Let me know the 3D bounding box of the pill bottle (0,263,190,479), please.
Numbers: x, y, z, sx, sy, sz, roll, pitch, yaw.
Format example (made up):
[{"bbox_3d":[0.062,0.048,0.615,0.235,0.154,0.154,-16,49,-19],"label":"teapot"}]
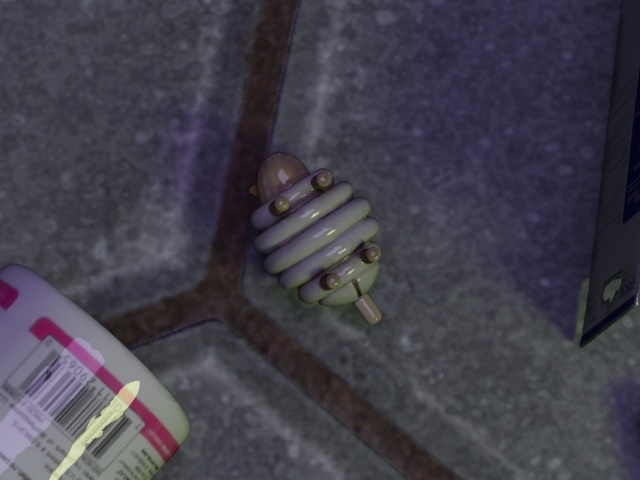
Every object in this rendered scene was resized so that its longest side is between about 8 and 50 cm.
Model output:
[{"bbox_3d":[-0.228,0.166,1.201,0.160,0.160,0.283,42,78,5],"label":"pill bottle"}]

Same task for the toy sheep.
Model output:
[{"bbox_3d":[0.000,0.000,1.291,0.091,0.091,0.132,-29,91,-9],"label":"toy sheep"}]

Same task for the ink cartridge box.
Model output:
[{"bbox_3d":[0.234,-0.097,1.289,0.065,0.165,0.333,10,78,-3],"label":"ink cartridge box"}]
